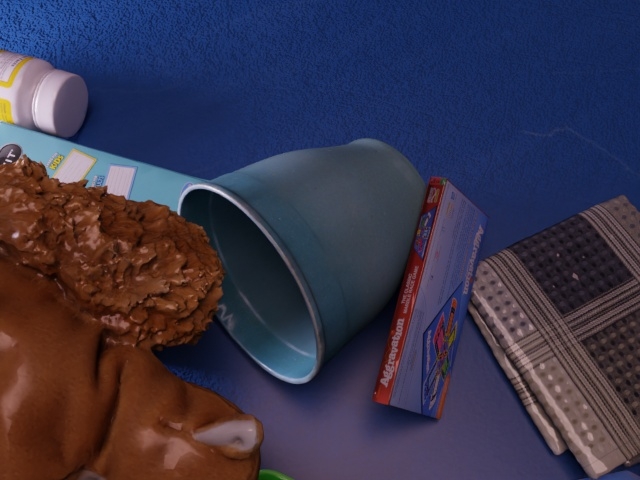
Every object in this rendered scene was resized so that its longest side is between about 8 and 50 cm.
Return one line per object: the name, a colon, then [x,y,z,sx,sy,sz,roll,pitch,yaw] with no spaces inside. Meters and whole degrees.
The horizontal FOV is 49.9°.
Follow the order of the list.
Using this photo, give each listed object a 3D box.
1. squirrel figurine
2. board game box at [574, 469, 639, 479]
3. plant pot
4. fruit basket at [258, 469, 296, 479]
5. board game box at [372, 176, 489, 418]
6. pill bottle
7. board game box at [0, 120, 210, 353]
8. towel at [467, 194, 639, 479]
squirrel figurine: [-0.221,0.119,0.677,0.371,0.281,0.396,16,68,0]
board game box: [0.345,0.354,0.828,0.169,0.033,0.133,-13,44,3]
plant pot: [0.000,0.000,0.886,0.255,0.271,0.271,-32,68,-30]
fruit basket: [0.051,0.378,0.641,0.392,0.392,0.282,23,67,10]
board game box: [0.146,0.077,0.872,0.027,0.145,0.281,7,76,39]
pill bottle: [-0.476,-0.228,1.053,0.209,0.119,0.119,15,66,7]
board game box: [-0.350,-0.006,0.973,0.336,0.079,0.253,17,66,8]
towel: [0.388,0.120,0.939,0.312,0.056,0.324,-24,65,-14]
